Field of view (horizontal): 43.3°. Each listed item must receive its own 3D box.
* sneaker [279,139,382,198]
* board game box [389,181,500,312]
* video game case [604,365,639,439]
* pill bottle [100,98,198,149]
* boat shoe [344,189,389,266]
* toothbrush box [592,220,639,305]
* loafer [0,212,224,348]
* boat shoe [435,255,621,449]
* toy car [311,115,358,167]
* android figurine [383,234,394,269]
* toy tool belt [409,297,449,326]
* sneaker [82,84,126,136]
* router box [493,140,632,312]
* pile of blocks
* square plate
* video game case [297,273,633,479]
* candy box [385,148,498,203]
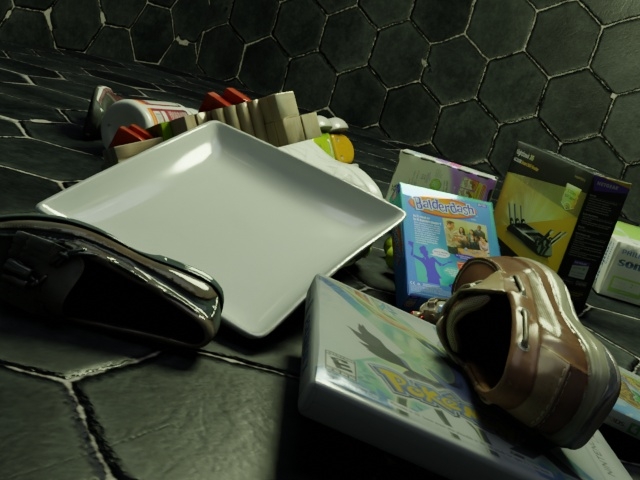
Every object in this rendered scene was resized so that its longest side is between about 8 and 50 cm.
[{"bbox_3d":[-0.023,-0.110,1.627,0.169,0.108,0.293,-18,39,-38],"label":"sneaker"},{"bbox_3d":[0.188,0.019,1.195,0.160,0.047,0.210,12,51,-13],"label":"board game box"},{"bbox_3d":[0.371,0.191,0.951,0.193,0.023,0.212,26,13,-1],"label":"video game case"},{"bbox_3d":[-0.325,-0.218,1.616,0.121,0.121,0.221,22,14,21],"label":"pill bottle"},{"bbox_3d":[0.004,0.002,1.188,0.109,0.091,0.305,33,30,22],"label":"boat shoe"},{"bbox_3d":[0.665,0.046,1.706,0.206,0.122,0.283,16,13,-1],"label":"toothbrush box"},{"bbox_3d":[-0.224,0.043,0.795,0.268,0.096,0.084,15,20,-12],"label":"loafer"},{"bbox_3d":[0.181,0.081,0.811,0.117,0.123,0.324,21,12,-12],"label":"boat shoe"},{"bbox_3d":[-0.001,-0.211,1.962,0.136,0.159,0.182,-16,-4,32],"label":"toy car"},{"bbox_3d":[0.230,0.055,1.329,0.248,0.056,0.273,7,15,-34],"label":"android figurine"},{"bbox_3d":[0.157,0.103,1.065,0.051,0.052,0.083,15,12,32],"label":"toy tool belt"},{"bbox_3d":[-0.413,-0.267,1.749,0.163,0.106,0.281,17,13,-11],"label":"sneaker"},{"bbox_3d":[0.427,-0.036,1.511,0.081,0.242,0.309,13,14,-15],"label":"router box"},{"bbox_3d":[-0.187,-0.178,1.308,0.363,0.112,0.149,-15,7,-9],"label":"pile of blocks"},{"bbox_3d":[-0.116,-0.026,1.044,0.347,0.049,0.344,28,38,22],"label":"square plate"},{"bbox_3d":[0.136,0.151,0.783,0.329,0.036,0.300,24,13,-6],"label":"video game case"},{"bbox_3d":[0.231,-0.076,1.600,0.196,0.164,0.070,19,14,11],"label":"candy box"}]
